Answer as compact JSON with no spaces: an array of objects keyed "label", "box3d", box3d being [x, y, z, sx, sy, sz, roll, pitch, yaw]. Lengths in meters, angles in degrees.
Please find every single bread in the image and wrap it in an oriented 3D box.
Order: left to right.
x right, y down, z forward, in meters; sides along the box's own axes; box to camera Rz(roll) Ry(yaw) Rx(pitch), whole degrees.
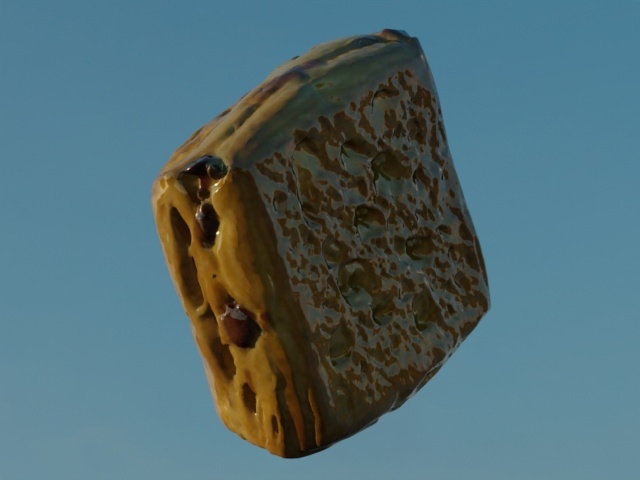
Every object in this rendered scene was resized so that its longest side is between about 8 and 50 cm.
[{"label":"bread","box3d":[0.000,0.000,0.989,0.099,0.210,0.235,-6,19,37]}]
